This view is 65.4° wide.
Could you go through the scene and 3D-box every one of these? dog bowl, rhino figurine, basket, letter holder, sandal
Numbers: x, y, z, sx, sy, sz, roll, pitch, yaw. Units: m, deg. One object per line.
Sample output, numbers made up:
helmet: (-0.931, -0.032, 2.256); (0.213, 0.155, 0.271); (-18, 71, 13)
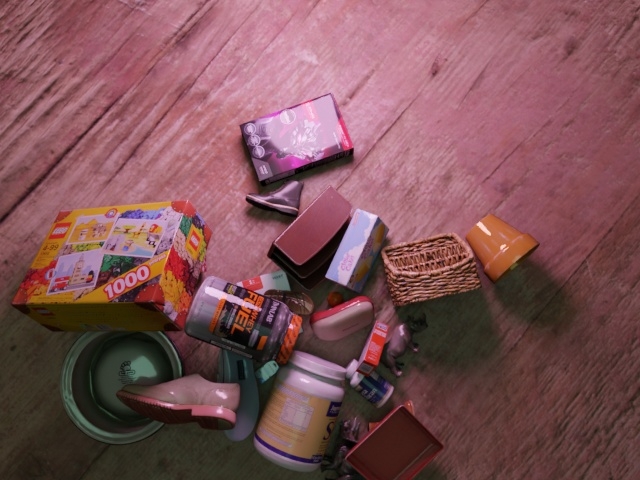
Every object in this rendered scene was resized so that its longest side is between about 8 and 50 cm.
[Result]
dog bowl: (-0.653, 0.469, 1.706); (0.408, 0.150, 0.407); (0, 83, 0)
rhino figurine: (0.299, 0.355, 1.763); (0.106, 0.073, 0.243); (37, 83, 1)
basket: (0.377, 0.091, 1.724); (0.299, 0.213, 0.222); (-11, 84, -2)
letter holder: (0.000, 0.000, 1.725); (0.214, 0.152, 0.302); (42, 67, 3)
sandal: (-0.107, 0.207, 1.706); (0.180, 0.049, 0.072); (10, 77, 14)

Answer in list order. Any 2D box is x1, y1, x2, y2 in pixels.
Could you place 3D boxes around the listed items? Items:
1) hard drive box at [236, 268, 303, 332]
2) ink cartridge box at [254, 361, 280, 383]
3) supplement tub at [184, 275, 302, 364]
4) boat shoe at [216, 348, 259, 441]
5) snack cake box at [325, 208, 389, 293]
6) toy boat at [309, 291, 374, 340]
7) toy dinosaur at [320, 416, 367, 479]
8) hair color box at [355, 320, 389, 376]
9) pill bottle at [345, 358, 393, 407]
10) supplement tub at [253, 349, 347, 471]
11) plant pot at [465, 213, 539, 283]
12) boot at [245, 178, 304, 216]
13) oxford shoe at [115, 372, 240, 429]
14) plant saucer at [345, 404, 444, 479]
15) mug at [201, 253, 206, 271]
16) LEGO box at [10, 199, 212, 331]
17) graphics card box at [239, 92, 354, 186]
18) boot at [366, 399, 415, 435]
hard drive box: (-0.178, 0.238, 1.767); (0.181, 0.089, 0.232); (-18, 83, -3)
ink cartridge box: (-0.187, 0.461, 1.769); (0.083, 0.028, 0.048); (-37, 85, -4)
supplement tub: (-0.244, 0.263, 1.606); (0.338, 0.207, 0.207); (21, 83, -4)
boat shoe: (-0.304, 0.492, 1.711); (0.136, 0.156, 0.366); (1, 72, -27)
snack cake box: (0.134, 0.041, 1.751); (0.089, 0.152, 0.264); (22, 84, 27)
toy boat: (0.067, 0.248, 1.758); (0.231, 0.151, 0.151); (-24, 53, -4)
toy dinosaur: (0.092, 0.778, 1.688); (0.160, 0.121, 0.313); (-16, 81, 4)
hair color box: (0.179, 0.371, 1.711); (0.053, 0.093, 0.167); (24, 48, 1)
pill bottle: (0.161, 0.493, 1.734); (0.169, 0.094, 0.094); (39, 84, 4)
supplement tub: (-0.061, 0.555, 1.652); (0.241, 0.241, 0.331); (20, 84, 2)
plant pot: (0.622, 0.015, 1.755); (0.205, 0.205, 0.188); (-38, 70, -5)
boot: (-0.165, -0.176, 1.832); (0.198, 0.077, 0.137); (17, 78, -11)
oxford shoe: (-0.444, 0.496, 1.585); (0.397, 0.140, 0.146); (8, 49, 6)
plant saucer: (0.244, 0.695, 1.662); (0.259, 0.048, 0.258); (-43, 111, -2)
mug: (-0.470, 0.034, 1.797); (0.113, 0.150, 0.169); (-4, 87, -37)
LEGO box: (-0.646, 0.084, 1.595); (0.501, 0.193, 0.372); (-4, 54, 16)
graphics card box: (-0.087, -0.372, 1.840); (0.371, 0.094, 0.232); (-20, 84, -2)
boot: (0.240, 0.640, 1.723); (0.153, 0.073, 0.197); (11, 86, -4)
